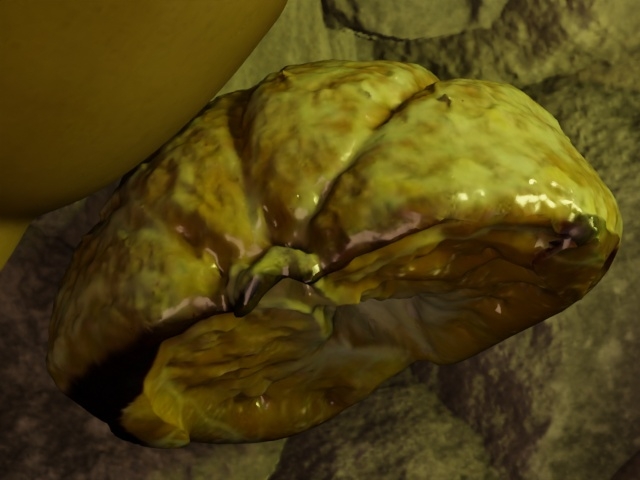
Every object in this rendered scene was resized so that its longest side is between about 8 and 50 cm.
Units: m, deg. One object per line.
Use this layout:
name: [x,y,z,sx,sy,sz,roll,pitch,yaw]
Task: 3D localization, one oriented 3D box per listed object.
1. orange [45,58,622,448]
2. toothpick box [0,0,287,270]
orange: [0.000,0.000,0.873,0.368,0.271,0.210,-24,60,14]
toothpick box: [-0.201,-0.218,0.739,0.409,0.409,0.425,35,110,-4]
